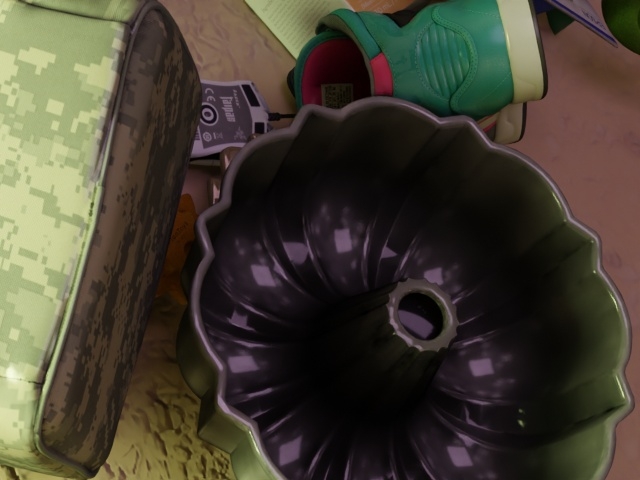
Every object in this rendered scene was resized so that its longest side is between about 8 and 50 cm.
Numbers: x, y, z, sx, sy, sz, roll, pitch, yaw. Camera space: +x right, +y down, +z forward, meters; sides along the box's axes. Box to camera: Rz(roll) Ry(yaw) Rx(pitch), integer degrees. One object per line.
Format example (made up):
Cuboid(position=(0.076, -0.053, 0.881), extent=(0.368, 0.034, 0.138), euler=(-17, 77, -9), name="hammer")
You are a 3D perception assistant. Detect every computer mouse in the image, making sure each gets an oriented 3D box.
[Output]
Cuboid(position=(-0.071, -0.093, 1.402), extent=(0.193, 0.042, 0.106), euler=(-1, 72, -35), name="computer mouse")

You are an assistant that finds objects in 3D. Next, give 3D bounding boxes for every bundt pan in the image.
Cuboid(position=(0.045, 0.074, 1.244), extent=(0.331, 0.124, 0.330), euler=(11, 62, -21), name="bundt pan")

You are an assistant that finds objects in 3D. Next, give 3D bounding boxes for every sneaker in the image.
Cuboid(position=(0.070, -0.115, 1.398), extent=(0.178, 0.295, 0.123), euler=(-10, 84, -1), name="sneaker")

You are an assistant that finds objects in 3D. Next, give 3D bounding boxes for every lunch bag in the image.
Cuboid(position=(-0.232, -0.023, 1.124), extent=(0.256, 0.212, 0.305), euler=(12, 77, 7), name="lunch bag")

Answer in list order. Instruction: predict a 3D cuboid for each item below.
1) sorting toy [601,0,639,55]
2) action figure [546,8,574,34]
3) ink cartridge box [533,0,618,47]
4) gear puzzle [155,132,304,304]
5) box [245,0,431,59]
Cuboid(position=(0.322, -0.157, 1.550), extent=(0.365, 0.127, 0.126), euler=(38, 38, -31), name="sorting toy")
Cuboid(position=(0.207, -0.320, 1.652), extent=(0.064, 0.137, 0.232), euler=(7, 52, -15), name="action figure")
Cuboid(position=(0.101, -0.299, 1.502), extent=(0.176, 0.069, 0.371), euler=(20, 33, -50), name="ink cartridge box")
Cuboid(position=(0.000, 0.000, 1.358), extent=(0.339, 0.044, 0.175), euler=(5, 70, -33), name="gear puzzle")
Cuboid(position=(0.004, -0.238, 1.491), extent=(0.170, 0.091, 0.130), euler=(49, 52, 1), name="box")
